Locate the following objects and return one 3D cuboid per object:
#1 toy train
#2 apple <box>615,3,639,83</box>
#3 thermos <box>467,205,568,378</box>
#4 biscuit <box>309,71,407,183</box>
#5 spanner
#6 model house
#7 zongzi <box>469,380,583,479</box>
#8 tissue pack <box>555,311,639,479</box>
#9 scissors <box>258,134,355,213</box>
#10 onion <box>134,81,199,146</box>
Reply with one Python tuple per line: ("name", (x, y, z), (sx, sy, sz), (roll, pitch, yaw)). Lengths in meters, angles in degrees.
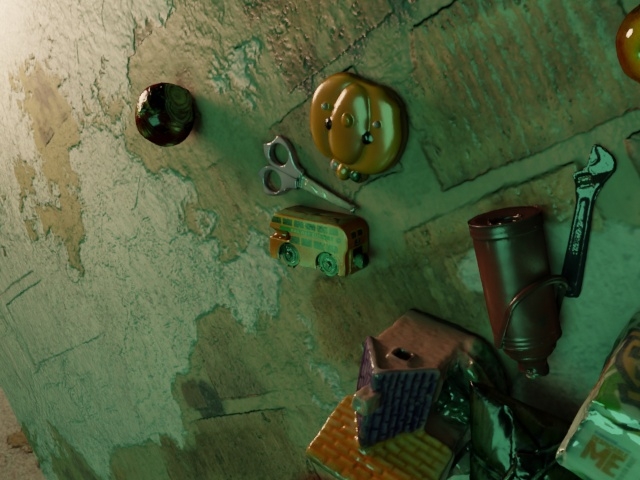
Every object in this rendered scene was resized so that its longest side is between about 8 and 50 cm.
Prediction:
("toy train", (0.000, 0.000, 0.987), (0.188, 0.072, 0.099), (12, 109, 36))
("apple", (0.359, -0.200, 0.594), (0.114, 0.102, 0.099), (42, 130, 19))
("thermos", (0.264, 0.076, 0.793), (0.124, 0.099, 0.232), (-161, 54, -68))
("biscuit", (0.047, -0.164, 0.893), (0.170, 0.050, 0.170), (16, 117, 34))
("spanner", (0.334, -0.019, 0.749), (0.046, 0.012, 0.208), (16, 117, 32))
("model house", (0.133, 0.268, 0.876), (0.202, 0.237, 0.236), (30, 124, 28))
("zongzi", (0.285, 0.432, 0.750), (0.319, 0.362, 0.383), (17, 117, 12))
("tissue pack", (0.441, 0.230, 0.619), (0.311, 0.228, 0.128), (30, 125, 25))
("scissors", (-0.023, -0.096, 0.996), (0.212, 0.021, 0.110), (30, 121, 26))
("onion", (-0.292, -0.232, 1.105), (0.119, 0.119, 0.117), (-22, 60, 42))
